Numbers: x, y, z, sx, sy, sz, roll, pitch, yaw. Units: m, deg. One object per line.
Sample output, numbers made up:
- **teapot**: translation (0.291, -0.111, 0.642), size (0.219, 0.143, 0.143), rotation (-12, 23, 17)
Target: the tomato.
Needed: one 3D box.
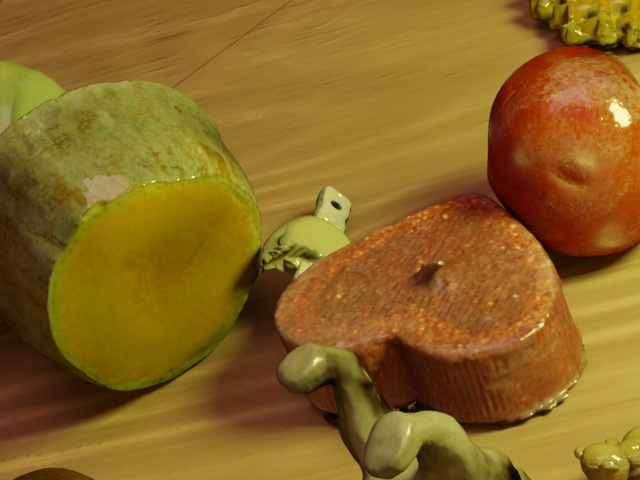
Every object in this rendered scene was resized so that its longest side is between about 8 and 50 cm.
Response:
- **tomato**: translation (0.270, -0.093, 1.825), size (0.189, 0.232, 0.232), rotation (-31, 34, 1)

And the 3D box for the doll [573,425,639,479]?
- **doll**: translation (0.279, 0.192, 1.575), size (0.093, 0.051, 0.061), rotation (-42, 32, -28)

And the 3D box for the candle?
- **candle**: translation (0.127, 0.056, 1.782), size (0.317, 0.131, 0.287), rotation (4, 39, 31)

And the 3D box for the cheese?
- **cheese**: translation (0.000, -0.001, 1.959), size (0.050, 0.127, 0.235), rotation (-49, 12, 26)

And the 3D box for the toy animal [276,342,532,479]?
- **toy animal**: translation (0.059, 0.298, 1.425), size (0.194, 0.303, 0.344), rotation (12, 71, 46)

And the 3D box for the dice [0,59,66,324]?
- **dice**: translation (-0.414, -0.056, 2.063), size (0.250, 0.254, 0.252), rotation (-9, 60, 14)

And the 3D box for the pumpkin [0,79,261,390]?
- **pumpkin**: translation (-0.212, 0.014, 1.883), size (0.332, 0.332, 0.199), rotation (-30, 49, -11)

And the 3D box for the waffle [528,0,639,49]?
- **waffle**: translation (0.403, -0.335, 2.220), size (0.291, 0.051, 0.291), rotation (-13, 38, 11)

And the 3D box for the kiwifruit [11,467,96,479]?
- **kiwifruit**: translation (-0.268, 0.324, 1.583), size (0.196, 0.196, 0.234), rotation (12, 44, 40)
